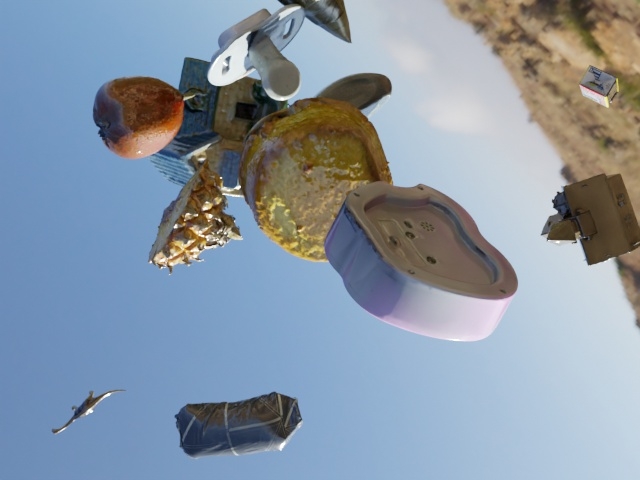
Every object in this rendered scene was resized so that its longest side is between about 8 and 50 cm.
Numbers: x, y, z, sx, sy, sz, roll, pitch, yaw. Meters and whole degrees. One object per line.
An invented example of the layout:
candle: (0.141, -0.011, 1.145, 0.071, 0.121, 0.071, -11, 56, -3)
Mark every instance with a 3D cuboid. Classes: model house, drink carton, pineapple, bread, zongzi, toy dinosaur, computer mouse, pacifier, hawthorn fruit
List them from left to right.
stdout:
toy dinosaur: (-0.510, 0.362, 1.857, 0.037, 0.180, 0.058, 51, -179, -30)
hawthorn fruit: (-0.412, -0.304, 2.015, 0.199, 0.251, 0.199, 55, 159, 33)
pineapple: (-0.245, -0.009, 1.727, 0.164, 0.250, 0.140, 36, -163, -17)
model house: (-0.329, -0.333, 2.540, 0.342, 0.382, 0.334, 9, -173, -37)
pacifier: (-0.121, -0.410, 1.942, 0.207, 0.279, 0.227, 50, 159, 12)
zongzi: (-0.025, -0.645, 2.057, 0.300, 0.145, 0.274, 26, -134, -58)
bread: (-0.001, -0.128, 1.874, 0.358, 0.337, 0.204, 65, 178, -19)
computer mouse: (0.020, -0.313, 2.120, 0.114, 0.374, 0.203, 50, 154, 5)
model house: (0.541, -0.030, 1.822, 0.248, 0.176, 0.181, -17, -90, -40)
drink carton: (0.638, -0.352, 1.937, 0.071, 0.056, 0.165, 34, -168, 16)

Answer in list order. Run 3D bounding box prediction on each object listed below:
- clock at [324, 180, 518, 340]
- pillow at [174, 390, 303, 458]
clock: (0.182, 0.027, 1.479, 0.338, 0.102, 0.338, 17, -147, -12)
pillow: (-0.208, 0.478, 2.185, 0.092, 0.335, 0.161, -75, -23, -72)
